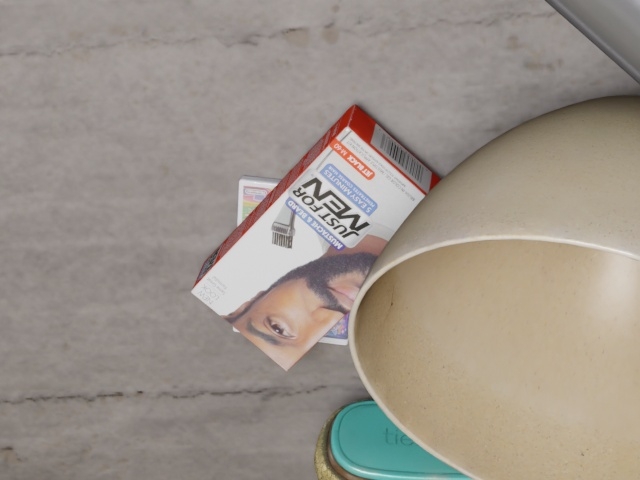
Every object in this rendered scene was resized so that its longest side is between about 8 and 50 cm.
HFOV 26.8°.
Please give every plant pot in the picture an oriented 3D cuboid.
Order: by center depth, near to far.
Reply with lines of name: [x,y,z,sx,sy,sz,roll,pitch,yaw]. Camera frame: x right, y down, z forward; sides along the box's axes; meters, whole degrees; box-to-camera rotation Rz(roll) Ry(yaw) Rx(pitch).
plant pot: [0.181,0.023,0.828,0.284,0.191,0.284,16,144,12]

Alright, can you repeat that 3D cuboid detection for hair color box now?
hair color box: [0.000,0.000,0.927,0.093,0.053,0.167,40,114,-10]

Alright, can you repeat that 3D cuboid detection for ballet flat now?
ballet flat: [0.170,0.179,0.971,0.348,0.123,0.123,3,114,6]

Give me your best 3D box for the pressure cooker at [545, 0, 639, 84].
pressure cooker: [0.223,-0.247,0.633,0.420,0.370,0.375,40,152,-9]

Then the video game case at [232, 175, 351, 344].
video game case: [-0.018,0.016,0.972,0.087,0.011,0.122,6,114,5]
